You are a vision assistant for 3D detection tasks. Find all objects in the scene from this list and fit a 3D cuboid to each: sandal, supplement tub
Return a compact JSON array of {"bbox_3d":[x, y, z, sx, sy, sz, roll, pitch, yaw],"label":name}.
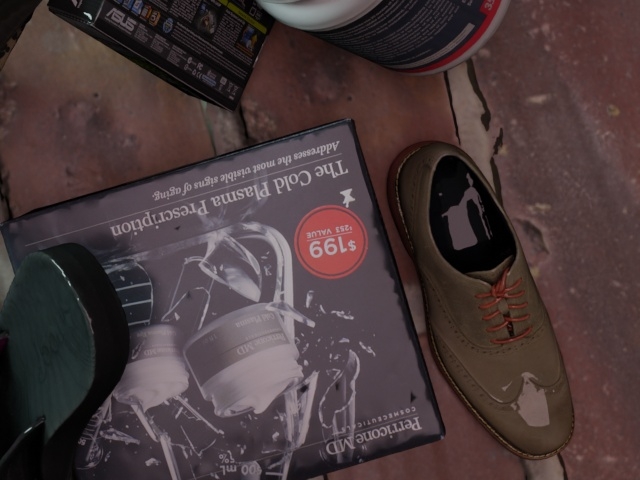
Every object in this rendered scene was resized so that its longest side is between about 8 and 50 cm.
[{"bbox_3d":[-0.294,0.161,1.689,0.107,0.446,0.167,-19,61,-35],"label":"sandal"},{"bbox_3d":[0.043,-0.274,1.758,0.191,0.272,0.191,-8,76,34],"label":"supplement tub"}]

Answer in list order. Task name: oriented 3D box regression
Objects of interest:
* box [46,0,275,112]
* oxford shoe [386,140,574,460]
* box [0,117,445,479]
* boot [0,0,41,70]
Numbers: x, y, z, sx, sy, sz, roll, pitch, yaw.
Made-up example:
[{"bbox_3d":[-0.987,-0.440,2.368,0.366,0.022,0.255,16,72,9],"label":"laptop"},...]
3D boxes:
[{"bbox_3d":[-0.122,-0.263,1.766,0.060,0.270,0.216,22,88,29],"label":"box"},{"bbox_3d":[0.164,0.066,1.868,0.123,0.130,0.348,-27,94,-7],"label":"oxford shoe"},{"bbox_3d":[-0.087,0.077,1.789,0.343,0.179,0.312,-17,94,1],"label":"box"},{"bbox_3d":[-0.357,-0.192,1.716,0.138,0.284,0.377,23,75,-22],"label":"boot"}]
